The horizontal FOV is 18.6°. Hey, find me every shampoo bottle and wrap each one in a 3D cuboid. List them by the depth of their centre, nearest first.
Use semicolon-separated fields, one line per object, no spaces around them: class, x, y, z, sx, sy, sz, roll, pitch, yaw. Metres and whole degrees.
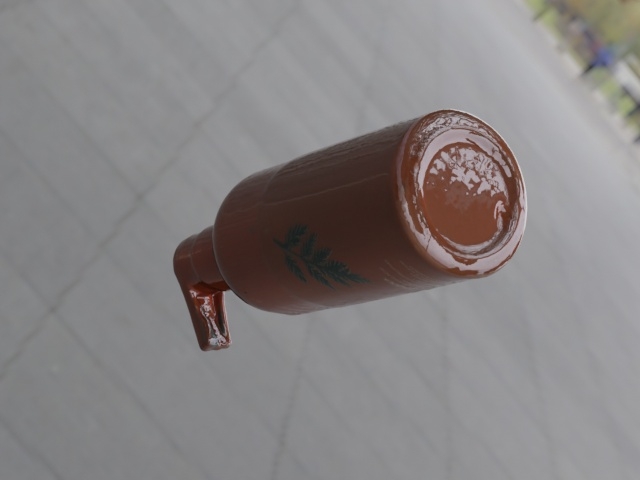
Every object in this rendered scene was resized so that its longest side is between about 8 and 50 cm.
shampoo bottle;0.000;-0.002;0.993;0.085;0.085;0.244;47;-33;-17
